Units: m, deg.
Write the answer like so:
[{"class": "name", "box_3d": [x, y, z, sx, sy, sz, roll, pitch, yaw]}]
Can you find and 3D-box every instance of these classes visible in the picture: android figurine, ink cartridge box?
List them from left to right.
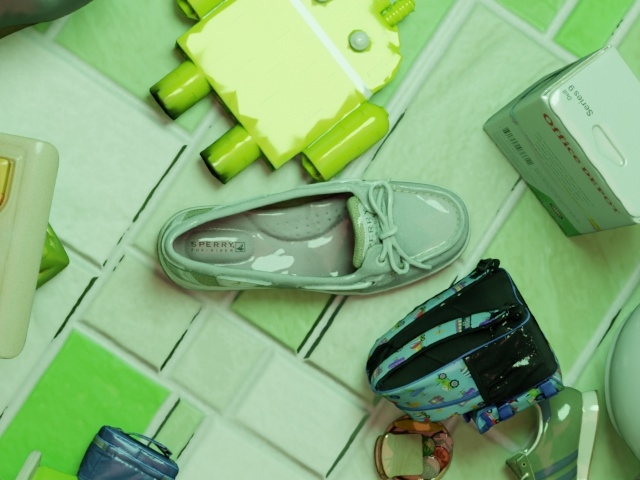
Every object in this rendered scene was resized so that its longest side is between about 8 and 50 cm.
[{"class": "android figurine", "box_3d": [-0.030, -0.187, 1.572, 0.273, 0.056, 0.248, -37, 93, -6]}, {"class": "ink cartridge box", "box_3d": [0.264, -0.093, 1.526, 0.093, 0.212, 0.154, -38, 93, -7]}]

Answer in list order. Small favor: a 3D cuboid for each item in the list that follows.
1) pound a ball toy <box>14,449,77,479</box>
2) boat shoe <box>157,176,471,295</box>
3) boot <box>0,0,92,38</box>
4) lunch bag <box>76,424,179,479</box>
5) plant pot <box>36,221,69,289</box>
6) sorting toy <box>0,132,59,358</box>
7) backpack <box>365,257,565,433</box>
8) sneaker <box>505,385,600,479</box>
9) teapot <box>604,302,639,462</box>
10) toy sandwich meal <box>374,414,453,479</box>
[{"class": "pound a ball toy", "box_3d": [-0.211, 0.337, 1.357, 0.208, 0.319, 0.135, 16, 112, -1]}, {"class": "boat shoe", "box_3d": [-0.001, -0.002, 1.543, 0.320, 0.103, 0.118, -2, 88, -7]}, {"class": "boot", "box_3d": [-0.312, -0.232, 1.454, 0.305, 0.115, 0.112, -29, 95, -10]}, {"class": "lunch bag", "box_3d": [-0.184, 0.224, 1.529, 0.098, 0.067, 0.065, 29, 85, -8]}, {"class": "plant pot", "box_3d": [-0.385, -0.012, 1.441, 0.227, 0.207, 0.228, -34, 94, -8]}, {"class": "sorting toy", "box_3d": [-0.342, -0.008, 1.323, 0.208, 0.038, 0.193, 11, 87, -8]}, {"class": "backpack", "box_3d": [0.138, 0.120, 1.536, 0.173, 0.158, 0.117, -30, 110, 6]}, {"class": "sneaker", "box_3d": [0.231, 0.242, 1.590, 0.086, 0.064, 0.192, 9, 87, 0]}, {"class": "teapot", "box_3d": [0.374, 0.135, 1.556, 0.256, 0.187, 0.252, -38, 114, -33]}, {"class": "toy sandwich meal", "box_3d": [0.097, 0.216, 1.585, 0.086, 0.029, 0.085, 0, 88, -8]}]
